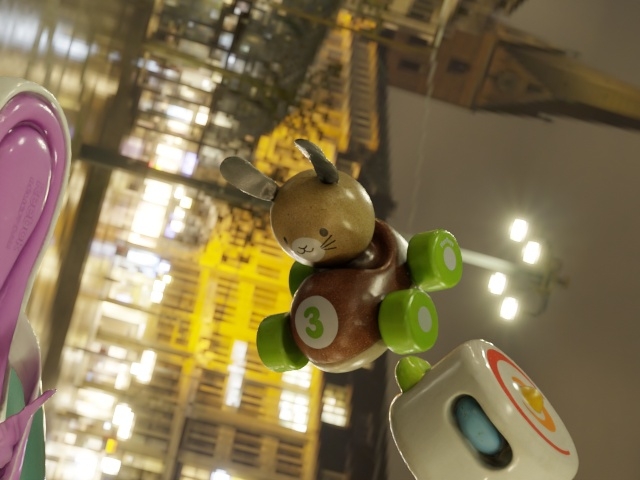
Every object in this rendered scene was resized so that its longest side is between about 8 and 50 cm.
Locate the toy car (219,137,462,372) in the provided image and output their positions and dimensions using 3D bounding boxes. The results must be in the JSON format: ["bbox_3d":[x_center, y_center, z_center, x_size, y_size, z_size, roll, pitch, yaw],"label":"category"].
[{"bbox_3d":[0.000,0.000,0.979,0.155,0.188,0.149,-12,-147,34],"label":"toy car"}]

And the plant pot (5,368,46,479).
[{"bbox_3d":[-0.370,0.146,1.007,0.293,0.293,0.235,-154,-110,-81],"label":"plant pot"}]

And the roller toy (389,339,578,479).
[{"bbox_3d":[0.187,0.214,1.314,0.146,0.209,0.191,-40,-151,16],"label":"roller toy"}]

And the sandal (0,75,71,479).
[{"bbox_3d":[-0.239,0.087,0.824,0.169,0.102,0.416,22,77,-67],"label":"sandal"}]
